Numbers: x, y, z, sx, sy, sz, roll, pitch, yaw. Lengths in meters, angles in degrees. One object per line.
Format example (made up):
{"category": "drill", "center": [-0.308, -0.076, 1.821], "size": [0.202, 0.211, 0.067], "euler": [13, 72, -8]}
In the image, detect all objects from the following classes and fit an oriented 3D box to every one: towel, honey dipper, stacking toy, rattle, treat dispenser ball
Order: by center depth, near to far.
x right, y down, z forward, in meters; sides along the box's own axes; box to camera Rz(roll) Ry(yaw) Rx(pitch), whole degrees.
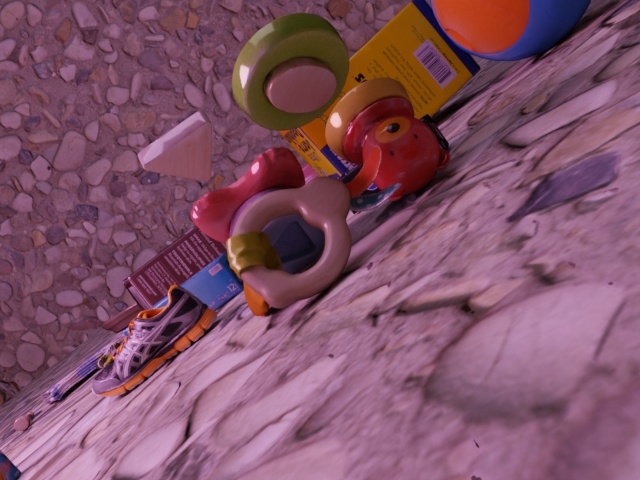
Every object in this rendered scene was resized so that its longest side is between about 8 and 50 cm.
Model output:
{"category": "rattle", "center": [0.000, 0.000, 0.667], "size": [0.130, 0.143, 0.199], "euler": [32, 67, 34]}
{"category": "stacking toy", "center": [-0.017, -0.079, 0.682], "size": [0.309, 0.130, 0.279], "euler": [-41, -32, 9]}
{"category": "treat dispenser ball", "center": [0.336, -0.467, 1.054], "size": [0.288, 0.288, 0.288], "euler": [-36, 8, 6]}
{"category": "honey dipper", "center": [-0.696, 0.422, 1.408], "size": [0.030, 0.030, 0.160], "euler": [-40, 7, -20]}
{"category": "towel", "center": [-0.563, 0.303, 1.491], "size": [0.285, 0.034, 0.209], "euler": [-41, 6, -33]}

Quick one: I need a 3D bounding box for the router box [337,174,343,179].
{"category": "router box", "center": [-0.013, -0.046, 1.048], "size": [0.133, 0.046, 0.179], "euler": [-29, 12, 42]}

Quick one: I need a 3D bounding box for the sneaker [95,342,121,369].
{"category": "sneaker", "center": [-0.497, 0.270, 1.394], "size": [0.035, 0.031, 0.083], "euler": [-33, 9, 31]}

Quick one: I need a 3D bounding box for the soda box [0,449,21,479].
{"category": "soda box", "center": [-0.463, 0.341, 0.776], "size": [0.063, 0.058, 0.183], "euler": [-38, 9, -3]}

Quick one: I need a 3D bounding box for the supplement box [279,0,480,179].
{"category": "supplement box", "center": [0.111, -0.288, 1.231], "size": [0.356, 0.195, 0.194], "euler": [-44, 9, -6]}

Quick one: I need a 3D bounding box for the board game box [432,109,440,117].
{"category": "board game box", "center": [0.114, -0.310, 1.457], "size": [0.305, 0.193, 0.053], "euler": [-31, 10, 39]}

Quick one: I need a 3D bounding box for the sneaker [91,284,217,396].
{"category": "sneaker", "center": [-0.257, 0.149, 0.884], "size": [0.215, 0.083, 0.084], "euler": [-39, 10, 1]}

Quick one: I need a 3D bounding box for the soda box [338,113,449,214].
{"category": "soda box", "center": [0.102, -0.111, 0.876], "size": [0.169, 0.060, 0.053], "euler": [-34, 8, 24]}

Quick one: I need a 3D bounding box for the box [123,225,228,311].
{"category": "box", "center": [-0.251, 0.023, 1.359], "size": [0.381, 0.143, 0.191], "euler": [-39, 8, -22]}

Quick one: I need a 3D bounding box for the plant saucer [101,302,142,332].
{"category": "plant saucer", "center": [-0.443, 0.167, 1.581], "size": [0.277, 0.041, 0.278], "euler": [-32, 2, 1]}

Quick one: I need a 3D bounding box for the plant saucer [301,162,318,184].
{"category": "plant saucer", "center": [-0.060, -0.147, 1.678], "size": [0.332, 0.084, 0.332], "euler": [-37, 8, 6]}

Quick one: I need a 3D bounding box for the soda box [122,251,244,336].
{"category": "soda box", "center": [-0.231, 0.112, 1.027], "size": [0.210, 0.067, 0.071], "euler": [-36, 9, 5]}
